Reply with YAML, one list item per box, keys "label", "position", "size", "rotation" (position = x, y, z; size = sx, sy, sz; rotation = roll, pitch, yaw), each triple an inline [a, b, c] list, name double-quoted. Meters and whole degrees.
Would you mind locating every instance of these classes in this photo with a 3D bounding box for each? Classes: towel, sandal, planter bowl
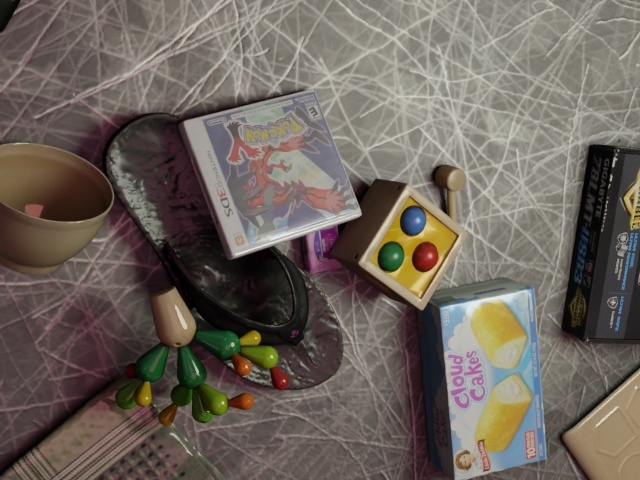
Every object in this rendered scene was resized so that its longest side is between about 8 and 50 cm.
- label: "towel"
  position: [-0.287, 0.381, 1.435]
  size: [0.324, 0.056, 0.312]
  rotation: [-38, 107, -7]
- label: "sandal"
  position: [-0.121, 0.037, 1.390]
  size: [0.167, 0.107, 0.445]
  rotation: [-41, 110, -9]
- label: "planter bowl"
  position: [-0.342, -0.029, 1.289]
  size: [0.162, 0.162, 0.109]
  rotation: [13, 123, -21]

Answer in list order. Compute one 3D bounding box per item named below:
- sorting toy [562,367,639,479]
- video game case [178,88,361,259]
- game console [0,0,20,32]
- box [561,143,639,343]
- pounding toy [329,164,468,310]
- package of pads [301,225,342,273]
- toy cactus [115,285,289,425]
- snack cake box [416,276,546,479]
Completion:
- label: "sorting toy"
  position: [0.503, 0.309, 1.701]
  size: [0.208, 0.038, 0.193]
  rotation: [-38, 109, -5]
- label: "video game case"
  position: [-0.062, -0.089, 1.378]
  size: [0.201, 0.023, 0.183]
  rotation: [-19, 86, -31]
- label: "game console"
  position: [-0.408, -0.327, 1.275]
  size: [0.107, 0.071, 0.122]
  rotation: [28, 91, -51]
- label: "box"
  position: [0.530, 0.011, 1.635]
  size: [0.293, 0.073, 0.295]
  rotation: [4, 99, -19]
- label: "pounding toy"
  position: [0.149, -0.014, 1.471]
  size: [0.181, 0.094, 0.206]
  rotation: [36, 81, -29]
- label: "package of pads"
  position: [0.000, 0.000, 1.467]
  size: [0.050, 0.032, 0.083]
  rotation: [-11, 104, -17]
- label: "toy cactus"
  position: [-0.162, 0.141, 1.349]
  size: [0.219, 0.112, 0.180]
  rotation: [-13, 105, 19]
- label: "snack cake box"
  position: [0.232, 0.198, 1.554]
  size: [0.152, 0.089, 0.264]
  rotation: [-11, 103, -18]
